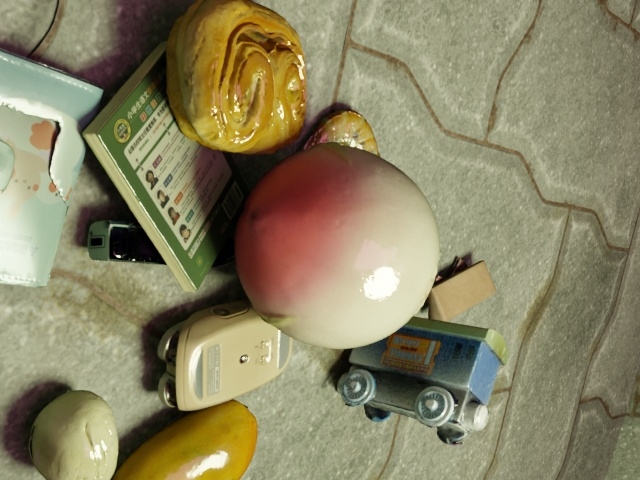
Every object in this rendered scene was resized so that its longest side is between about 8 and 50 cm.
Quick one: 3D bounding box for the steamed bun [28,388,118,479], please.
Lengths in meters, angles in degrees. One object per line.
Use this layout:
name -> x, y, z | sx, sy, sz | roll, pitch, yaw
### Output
steamed bun -> -0.312, 0.258, 0.958 | 0.090, 0.112, 0.130 | -5, 113, -48

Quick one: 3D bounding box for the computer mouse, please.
computer mouse -> -0.141, 0.166, 1.139 | 0.236, 0.082, 0.145 | -15, 115, -43

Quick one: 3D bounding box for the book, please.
book -> -0.185, -0.094, 0.995 | 0.264, 0.027, 0.202 | 65, 36, -38

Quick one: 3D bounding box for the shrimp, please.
shrimp -> 0.040, -0.084, 1.287 | 0.198, 0.051, 0.262 | -45, 129, -19

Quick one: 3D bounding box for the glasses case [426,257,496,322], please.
glasses case -> 0.276, 0.100, 1.600 | 0.193, 0.070, 0.103 | -23, 92, -39

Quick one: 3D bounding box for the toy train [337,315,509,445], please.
toy train -> 0.172, 0.234, 1.353 | 0.131, 0.299, 0.202 | 44, 62, -45

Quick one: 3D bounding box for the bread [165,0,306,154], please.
bread -> -0.106, -0.213, 0.988 | 0.236, 0.120, 0.198 | -3, 95, -62

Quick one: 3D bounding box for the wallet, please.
wallet -> -0.347, -0.077, 0.840 | 0.176, 0.075, 0.251 | 15, 91, -54

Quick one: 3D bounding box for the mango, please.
mango -> -0.195, 0.330, 1.112 | 0.253, 0.113, 0.139 | -27, 125, -35

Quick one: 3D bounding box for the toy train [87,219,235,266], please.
toy train -> -0.203, 0.011, 1.047 | 0.251, 0.048, 0.055 | 8, 76, -54

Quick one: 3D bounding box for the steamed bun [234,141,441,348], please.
steamed bun -> 0.000, 0.000, 1.062 | 0.309, 0.309, 0.310 | -19, 116, -43
